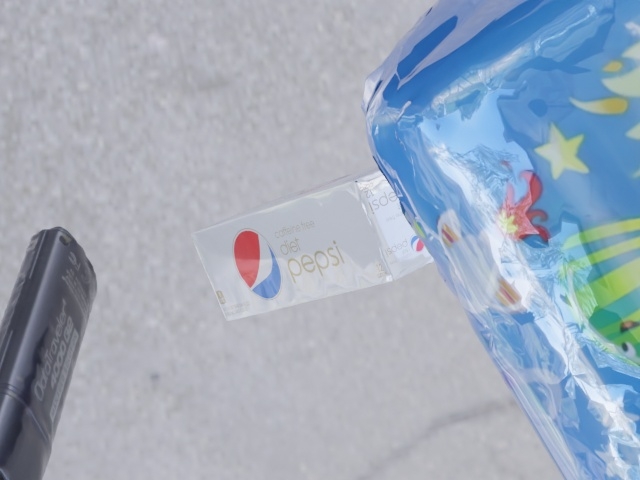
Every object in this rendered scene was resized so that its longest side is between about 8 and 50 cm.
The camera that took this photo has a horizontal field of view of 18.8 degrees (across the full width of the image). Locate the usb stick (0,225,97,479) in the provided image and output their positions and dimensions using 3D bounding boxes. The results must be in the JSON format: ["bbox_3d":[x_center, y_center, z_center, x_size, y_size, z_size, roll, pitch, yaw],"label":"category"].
[{"bbox_3d":[-0.202,0.092,1.329,0.045,0.278,0.077,-14,123,15],"label":"usb stick"}]

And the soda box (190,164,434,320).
[{"bbox_3d":[0.000,0.000,1.347,0.069,0.074,0.216,-24,-175,-34],"label":"soda box"}]

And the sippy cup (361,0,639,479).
[{"bbox_3d":[0.140,-0.010,0.634,0.224,0.240,0.305,50,144,-14],"label":"sippy cup"}]
